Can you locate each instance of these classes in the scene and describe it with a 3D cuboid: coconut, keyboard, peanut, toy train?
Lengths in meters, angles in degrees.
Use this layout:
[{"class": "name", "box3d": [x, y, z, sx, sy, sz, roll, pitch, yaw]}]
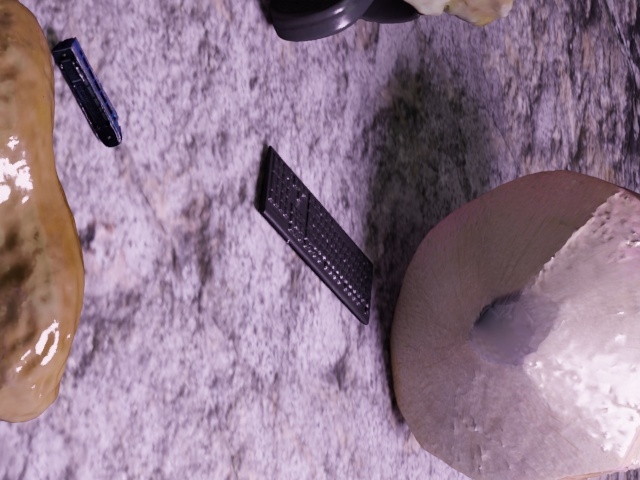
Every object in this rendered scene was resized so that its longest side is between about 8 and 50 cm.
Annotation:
[{"class": "coconut", "box3d": [0.220, 0.085, 1.601, 0.309, 0.297, 0.298, -2, 85, -63]}, {"class": "keyboard", "box3d": [0.000, 0.000, 1.495, 0.202, 0.011, 0.067, 48, 41, -49]}, {"class": "peanut", "box3d": [-0.196, -0.023, 1.015, 0.117, 0.101, 0.263, -19, 104, -42]}, {"class": "toy train", "box3d": [-0.157, -0.100, 1.202, 0.017, 0.017, 0.083, -75, 146, -51]}]

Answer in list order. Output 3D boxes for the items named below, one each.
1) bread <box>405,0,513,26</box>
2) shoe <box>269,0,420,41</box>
[{"class": "bread", "box3d": [0.089, -0.345, 1.366, 0.395, 0.264, 0.239, 14, 60, -36]}, {"class": "shoe", "box3d": [0.038, -0.221, 1.533, 0.241, 0.108, 0.093, -55, 134, -45]}]
